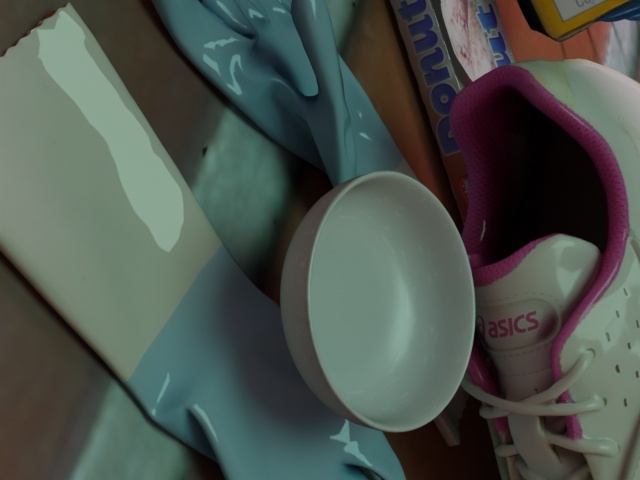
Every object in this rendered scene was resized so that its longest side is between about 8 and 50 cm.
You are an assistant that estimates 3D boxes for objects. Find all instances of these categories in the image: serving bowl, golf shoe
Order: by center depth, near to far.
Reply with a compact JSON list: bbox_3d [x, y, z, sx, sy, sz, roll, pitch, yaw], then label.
[{"bbox_3d":[0.015,0.020,0.437,0.083,0.027,0.083,7,80,-46],"label":"serving bowl"},{"bbox_3d":[0.096,0.074,0.502,0.140,0.115,0.306,20,62,-44],"label":"golf shoe"}]

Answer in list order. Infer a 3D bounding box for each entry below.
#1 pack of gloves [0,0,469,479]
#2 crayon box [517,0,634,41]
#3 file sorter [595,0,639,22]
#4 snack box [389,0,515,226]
[{"bbox_3d":[0.000,0.000,0.462,0.232,0.046,0.195,55,38,-23],"label":"pack of gloves"},{"bbox_3d":[0.120,-0.279,0.591,0.323,0.203,0.083,62,7,-11],"label":"crayon box"},{"bbox_3d":[0.196,-0.187,0.756,0.170,0.104,0.118,-16,89,-55],"label":"file sorter"},{"bbox_3d":[0.062,-0.084,0.601,0.064,0.022,0.178,-20,91,-56],"label":"snack box"}]
